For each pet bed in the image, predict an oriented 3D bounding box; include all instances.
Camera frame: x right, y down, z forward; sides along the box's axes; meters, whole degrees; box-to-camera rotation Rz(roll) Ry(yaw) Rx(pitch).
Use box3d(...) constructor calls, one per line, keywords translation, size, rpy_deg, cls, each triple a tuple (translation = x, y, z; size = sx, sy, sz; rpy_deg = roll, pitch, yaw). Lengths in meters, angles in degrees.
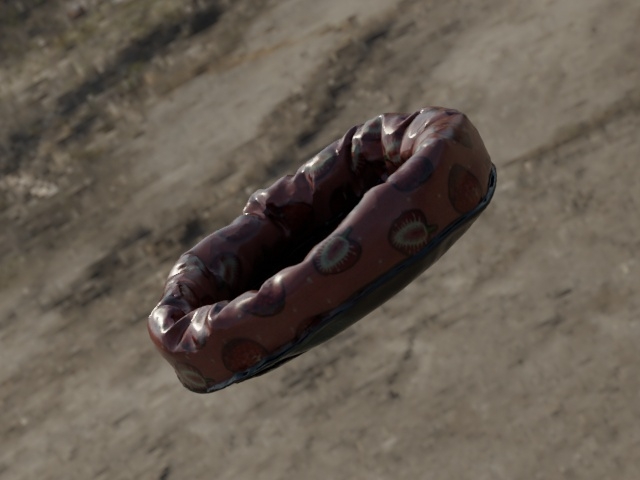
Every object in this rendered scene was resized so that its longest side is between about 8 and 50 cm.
box3d(translation=(0.000, 0.000, 0.756), size=(0.201, 0.053, 0.201), rpy_deg=(-31, 14, 9), cls="pet bed")
